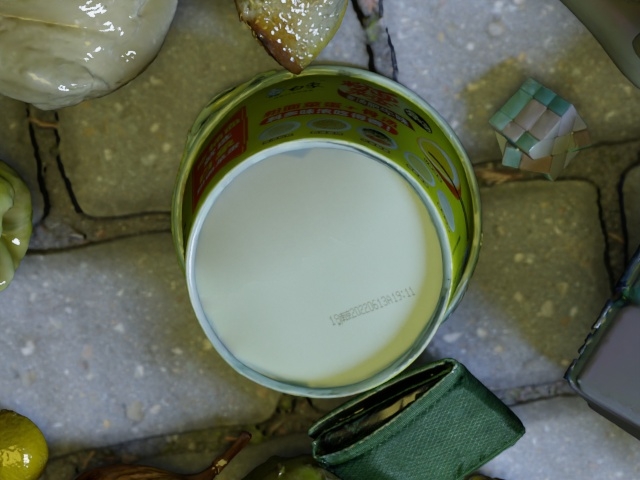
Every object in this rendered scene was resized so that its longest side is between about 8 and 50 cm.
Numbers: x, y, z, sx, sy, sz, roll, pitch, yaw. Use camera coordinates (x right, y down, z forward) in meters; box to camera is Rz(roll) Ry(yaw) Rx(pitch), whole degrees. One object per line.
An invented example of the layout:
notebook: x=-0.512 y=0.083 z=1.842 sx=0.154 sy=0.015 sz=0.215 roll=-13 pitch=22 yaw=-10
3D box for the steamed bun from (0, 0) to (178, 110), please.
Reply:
steamed bun: x=-0.270 y=-0.312 z=1.743 sx=0.324 sy=0.230 sz=0.372 roll=13 pitch=100 yaw=-4

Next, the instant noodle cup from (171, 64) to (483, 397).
instant noodle cup: x=0.000 y=0.000 z=1.796 sx=0.311 sy=0.221 sz=0.311 roll=0 pitch=101 yaw=2

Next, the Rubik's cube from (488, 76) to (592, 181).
Rubik's cube: x=0.203 y=-0.098 z=1.844 sx=0.084 sy=0.075 sz=0.073 roll=-36 pitch=143 yaw=9

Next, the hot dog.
hot dog: x=-0.013 y=-0.286 z=1.803 sx=0.123 sy=0.093 sz=0.262 roll=16 pitch=118 yaw=-10

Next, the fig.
fig: x=-0.155 y=0.254 z=1.926 sx=0.146 sy=0.134 sz=0.201 roll=36 pitch=63 yaw=23

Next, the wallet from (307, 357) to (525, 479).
wallet: x=0.093 y=0.181 z=1.844 sx=0.160 sy=0.236 sz=0.055 roll=-30 pitch=64 yaw=9

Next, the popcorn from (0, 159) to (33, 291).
popcorn: x=-0.454 y=-0.020 z=1.801 sx=0.334 sy=0.292 sz=0.294 roll=-20 pitch=83 yaw=13

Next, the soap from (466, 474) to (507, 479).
soap: x=0.239 y=0.386 z=1.808 sx=0.304 sy=0.339 sz=0.169 roll=35 pitch=100 yaw=-6

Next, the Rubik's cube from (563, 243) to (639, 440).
Rubik's cube: x=0.423 y=0.112 z=1.732 sx=0.368 sy=0.358 sz=0.387 roll=31 pitch=88 yaw=3

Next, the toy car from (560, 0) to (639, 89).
toy car: x=0.257 y=-0.296 z=1.689 sx=0.336 sy=0.226 sz=0.242 roll=44 pitch=112 yaw=4

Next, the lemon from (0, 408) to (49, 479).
lemon: x=-0.297 y=0.208 z=1.934 sx=0.065 sy=0.065 sz=0.092 roll=-14 pitch=104 yaw=5

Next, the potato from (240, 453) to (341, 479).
potato: x=-0.050 y=0.344 z=1.899 sx=0.141 sy=0.176 sz=0.298 roll=22 pitch=96 yaw=43
